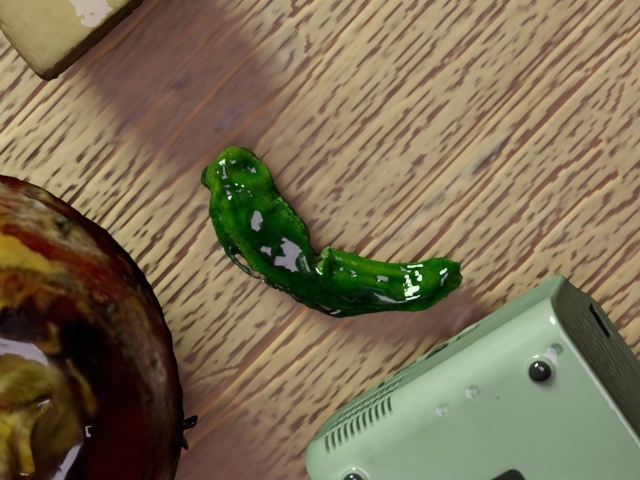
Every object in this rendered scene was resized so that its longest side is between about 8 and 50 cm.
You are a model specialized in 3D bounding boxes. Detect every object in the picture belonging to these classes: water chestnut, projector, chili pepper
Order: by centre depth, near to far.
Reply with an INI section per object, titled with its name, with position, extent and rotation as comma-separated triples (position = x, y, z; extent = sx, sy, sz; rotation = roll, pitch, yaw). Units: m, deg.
[water chestnut]
position = -0.238, 0.119, 1.083
extent = 0.335, 0.347, 0.335
rotation = -1, 96, -7
[projector]
position = 0.139, 0.178, 1.161
extent = 0.198, 0.108, 0.250
rotation = -33, 95, 22
[chili pepper]
position = -0.001, 0.007, 1.197
extent = 0.182, 0.050, 0.073
rotation = 28, 91, -3

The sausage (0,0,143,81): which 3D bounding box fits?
[sausage]
position = -0.203, -0.231, 1.139
extent = 0.123, 0.123, 0.253
rotation = -38, 94, 7
